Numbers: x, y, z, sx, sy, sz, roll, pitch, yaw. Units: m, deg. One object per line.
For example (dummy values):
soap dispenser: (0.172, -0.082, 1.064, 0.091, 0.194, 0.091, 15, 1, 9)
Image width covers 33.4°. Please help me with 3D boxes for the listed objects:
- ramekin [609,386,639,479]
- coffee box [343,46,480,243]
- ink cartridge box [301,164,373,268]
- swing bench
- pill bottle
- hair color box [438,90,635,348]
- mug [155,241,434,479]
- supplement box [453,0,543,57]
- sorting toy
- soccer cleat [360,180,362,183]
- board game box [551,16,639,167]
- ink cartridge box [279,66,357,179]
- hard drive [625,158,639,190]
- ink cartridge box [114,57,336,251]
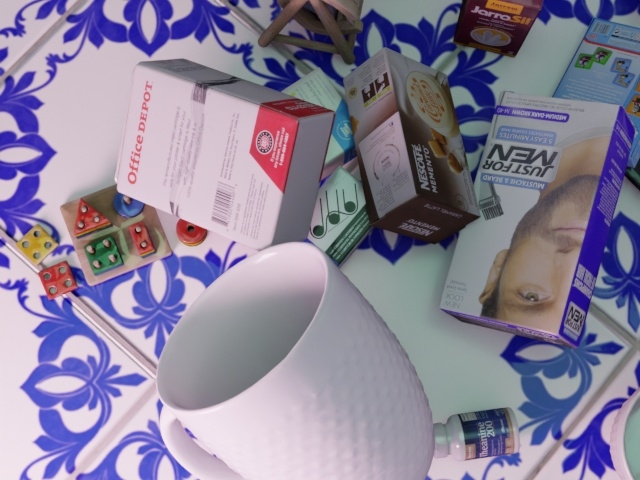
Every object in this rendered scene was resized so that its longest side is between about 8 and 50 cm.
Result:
ramekin: (0.510, 0.290, 1.507, 0.207, 0.109, 0.207, 0, 78, -2)
coffee box: (0.129, -0.135, 1.534, 0.141, 0.098, 0.246, 15, 55, -39)
ink cartridge box: (0.000, 0.000, 1.573, 0.097, 0.046, 0.207, 39, 89, 7)
swing bench: (0.001, -0.433, 1.574, 0.165, 0.254, 0.253, 11, 78, 1)
pill bottle: (0.219, 0.279, 1.523, 0.120, 0.067, 0.067, -8, 78, -3)
hair color box: (0.312, -0.034, 1.528, 0.185, 0.110, 0.339, 12, 81, 31)
mug: (-0.045, 0.229, 1.421, 0.374, 0.276, 0.328, -26, 122, 26)
supplement box: (0.269, -0.354, 1.598, 0.104, 0.188, 0.081, 13, 78, 1)
sorting toy: (-0.315, -0.016, 1.583, 0.274, 0.046, 0.132, -21, 79, -5)
soccer cleat: (0.071, -0.084, 1.619, 0.083, 0.029, 0.035, -25, 68, -8)
board game box: (0.445, -0.228, 1.619, 0.160, 0.039, 0.211, 23, 76, 32)
ink cartridge box: (-0.059, -0.136, 1.599, 0.231, 0.078, 0.134, -35, 81, -8)
hard drive: (0.572, -0.161, 1.633, 0.255, 0.054, 0.172, -42, 82, -8)
ink cartridge box: (-0.138, -0.125, 1.496, 0.273, 0.114, 0.197, 22, 111, 23)
